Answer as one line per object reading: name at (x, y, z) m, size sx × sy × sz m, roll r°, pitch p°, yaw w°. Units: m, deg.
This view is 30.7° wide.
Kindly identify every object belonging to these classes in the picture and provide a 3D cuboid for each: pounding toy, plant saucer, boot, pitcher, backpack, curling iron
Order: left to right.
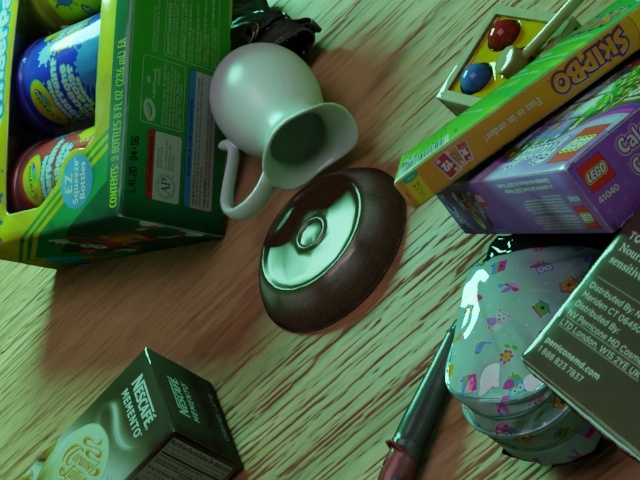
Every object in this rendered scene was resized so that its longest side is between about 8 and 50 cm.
boot at (-0.131, -0.223, 1.513) m, size 0.263 × 0.091 × 0.229 m, roll -47°, pitch 38°, yaw 11°
pitcher at (-0.068, -0.126, 1.324) m, size 0.178 × 0.125 × 0.207 m, roll -43°, pitch 38°, yaw 6°
plant saucer at (0.000, 0.000, 1.223) m, size 0.199 × 0.036 × 0.198 m, roll -30°, pitch 42°, yaw 31°
curling iron at (0.059, 0.186, 1.000) m, size 0.068 × 0.035 × 0.274 m, roll 15°, pitch 72°, yaw 52°
pounding toy at (0.195, -0.164, 1.084) m, size 0.130 × 0.100 × 0.141 m, roll -57°, pitch 35°, yaw -5°
backpack at (0.168, 0.078, 0.896) m, size 0.152 × 0.115 × 0.182 m, roll -14°, pitch 47°, yaw 44°

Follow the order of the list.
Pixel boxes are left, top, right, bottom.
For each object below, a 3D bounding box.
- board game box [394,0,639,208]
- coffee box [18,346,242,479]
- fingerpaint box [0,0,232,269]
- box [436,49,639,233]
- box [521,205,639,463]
board game box at (0.173, -0.122, 0.940) m, size 0.259 × 0.039 × 0.124 m, roll -38°, pitch 6°, yaw 14°
coffee box at (-0.211, 0.250, 1.195) m, size 0.246 × 0.098 × 0.141 m, roll -46°, pitch 36°, yaw 10°
fingerpaint box at (-0.293, -0.207, 1.501) m, size 0.371 × 0.163 × 0.444 m, roll -9°, pitch 75°, yaw 45°
box at (0.215, -0.086, 0.887) m, size 0.201 × 0.057 × 0.293 m, roll -39°, pitch 8°, yaw -9°
box at (0.324, -0.005, 0.729) m, size 0.381 × 0.191 × 0.143 m, roll -51°, pitch 36°, yaw 3°
